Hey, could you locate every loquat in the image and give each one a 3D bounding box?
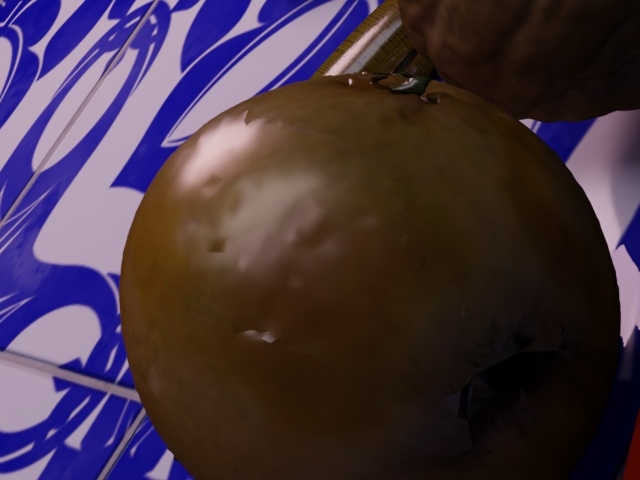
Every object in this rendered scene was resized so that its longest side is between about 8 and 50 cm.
[{"bbox_3d":[0.026,0.036,0.897,0.263,0.263,0.263,-35,31,25],"label":"loquat"}]

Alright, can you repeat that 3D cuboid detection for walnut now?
[{"bbox_3d":[0.151,-0.193,1.006,0.224,0.257,0.257,-34,21,-25],"label":"walnut"}]

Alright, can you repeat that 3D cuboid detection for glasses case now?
[{"bbox_3d":[0.014,-0.096,1.296,0.234,0.064,0.079,-49,20,2],"label":"glasses case"}]

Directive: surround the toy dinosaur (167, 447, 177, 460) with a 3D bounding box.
[{"bbox_3d":[-0.055,0.090,1.175,0.055,0.049,0.154,15,57,49],"label":"toy dinosaur"}]

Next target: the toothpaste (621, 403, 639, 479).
[{"bbox_3d":[0.221,0.019,0.849,0.076,0.066,0.320,-19,39,44],"label":"toothpaste"}]
